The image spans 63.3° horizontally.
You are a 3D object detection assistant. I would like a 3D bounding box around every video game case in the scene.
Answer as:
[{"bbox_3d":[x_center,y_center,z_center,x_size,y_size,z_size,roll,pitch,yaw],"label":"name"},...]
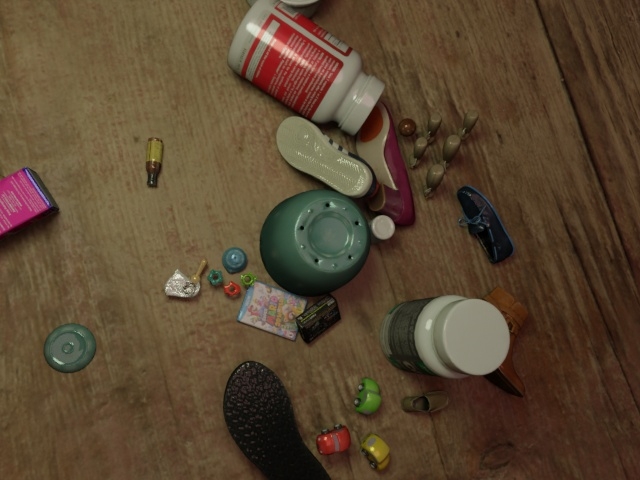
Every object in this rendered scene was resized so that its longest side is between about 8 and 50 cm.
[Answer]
[{"bbox_3d":[-0.129,0.188,1.410,0.166,0.015,0.119,21,75,-10],"label":"video game case"}]

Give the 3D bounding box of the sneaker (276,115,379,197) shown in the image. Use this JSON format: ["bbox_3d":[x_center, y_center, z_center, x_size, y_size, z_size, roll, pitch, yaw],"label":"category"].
[{"bbox_3d":[0.021,-0.222,1.462,0.350,0.148,0.131,43,105,25],"label":"sneaker"}]

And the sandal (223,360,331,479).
[{"bbox_3d":[-0.120,0.508,1.320,0.167,0.107,0.446,-29,101,-19],"label":"sandal"}]

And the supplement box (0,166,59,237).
[{"bbox_3d":[-0.750,-0.067,1.215,0.220,0.111,0.114,-32,100,-15],"label":"supplement box"}]

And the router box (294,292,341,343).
[{"bbox_3d":[-0.006,0.211,1.397,0.122,0.092,0.038,-35,53,-19],"label":"router box"}]

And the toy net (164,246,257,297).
[{"bbox_3d":[-0.291,0.105,1.370,0.232,0.045,0.122,-23,88,-16],"label":"toy net"}]

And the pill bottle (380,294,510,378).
[{"bbox_3d":[0.306,0.246,1.332,0.204,0.361,0.205,3,79,-14],"label":"pill bottle"}]

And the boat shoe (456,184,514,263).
[{"bbox_3d":[0.491,-0.046,1.571,0.089,0.109,0.258,-36,88,-14],"label":"boat shoe"}]

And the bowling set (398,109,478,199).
[{"bbox_3d":[0.331,-0.296,1.575,0.199,0.154,0.287,34,74,13],"label":"bowling set"}]

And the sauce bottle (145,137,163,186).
[{"bbox_3d":[-0.447,-0.209,1.388,0.042,0.042,0.128,6,80,-14],"label":"sauce bottle"}]

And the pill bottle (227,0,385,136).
[{"bbox_3d":[-0.033,-0.473,1.448,0.407,0.229,0.229,32,74,-7],"label":"pill bottle"}]

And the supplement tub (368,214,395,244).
[{"bbox_3d":[0.161,-0.028,1.478,0.070,0.107,0.071,2,80,-14],"label":"supplement tub"}]

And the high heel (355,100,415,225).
[{"bbox_3d":[0.205,-0.227,1.555,0.181,0.127,0.378,21,64,-45],"label":"high heel"}]

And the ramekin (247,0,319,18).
[{"bbox_3d":[-0.104,-0.781,1.533,0.276,0.135,0.278,3,78,-15],"label":"ramekin"}]

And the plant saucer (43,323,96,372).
[{"bbox_3d":[-0.612,0.262,1.266,0.119,0.021,0.120,3,80,-14],"label":"plant saucer"}]

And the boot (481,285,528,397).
[{"bbox_3d":[0.544,0.296,1.533,0.283,0.109,0.220,46,68,5],"label":"boot"}]

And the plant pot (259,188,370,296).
[{"bbox_3d":[0.000,0.000,1.354,0.292,0.235,0.293,1,84,-14],"label":"plant pot"}]

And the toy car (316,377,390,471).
[{"bbox_3d":[0.116,0.478,1.380,0.238,0.053,0.225,27,65,-25],"label":"toy car"}]

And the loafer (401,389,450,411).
[{"bbox_3d":[0.302,0.456,1.455,0.147,0.050,0.056,-8,82,-16],"label":"loafer"}]

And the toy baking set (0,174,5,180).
[{"bbox_3d":[-0.860,-0.104,1.264,0.196,0.030,0.256,-21,86,-17],"label":"toy baking set"}]
